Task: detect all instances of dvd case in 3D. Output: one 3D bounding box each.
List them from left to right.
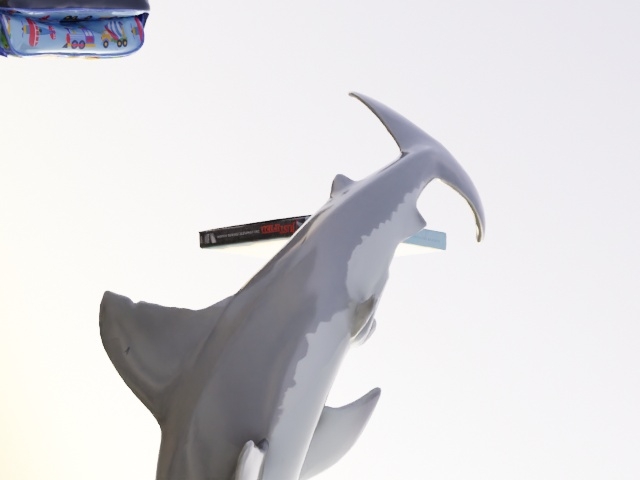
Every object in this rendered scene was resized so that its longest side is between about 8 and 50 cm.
[{"bbox_3d":[0.000,0.000,1.028,0.119,0.087,0.013,-9,-104,48],"label":"dvd case"}]

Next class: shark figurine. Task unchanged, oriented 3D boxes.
[{"bbox_3d":[-0.027,0.030,0.752,0.116,0.278,0.166,22,-19,16],"label":"shark figurine"}]

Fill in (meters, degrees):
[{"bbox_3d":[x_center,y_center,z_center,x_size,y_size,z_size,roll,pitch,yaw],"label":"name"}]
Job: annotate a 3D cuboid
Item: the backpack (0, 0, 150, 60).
[{"bbox_3d":[-0.211,-0.177,1.145,0.173,0.158,0.117,8,-81,34],"label":"backpack"}]
